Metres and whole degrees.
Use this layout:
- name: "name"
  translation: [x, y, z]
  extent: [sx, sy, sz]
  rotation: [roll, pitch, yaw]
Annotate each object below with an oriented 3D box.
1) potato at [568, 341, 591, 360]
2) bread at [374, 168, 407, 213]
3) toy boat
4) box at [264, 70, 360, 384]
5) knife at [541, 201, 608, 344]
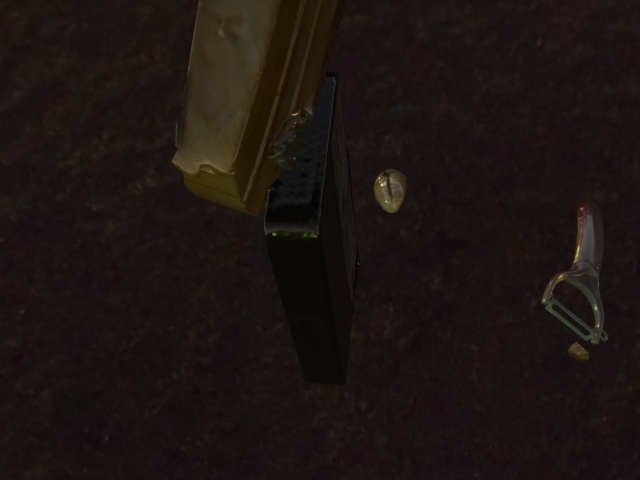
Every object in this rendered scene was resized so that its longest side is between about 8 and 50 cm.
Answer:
- name: "potato"
  translation: [0.621, 0.275, 2.028]
  extent: [0.036, 0.037, 0.093]
  rotation: [-25, 4, 5]
- name: "bread"
  translation: [0.131, -0.102, 1.606]
  extent: [0.073, 0.053, 0.214]
  rotation: [-58, 6, 12]
- name: "toy boat"
  translation: [-0.030, -0.173, 0.641]
  extent: [0.089, 0.115, 0.310]
  rotation: [14, 96, 23]
- name: "box"
  translation: [0.000, 0.000, 0.921]
  extent: [0.058, 0.350, 0.211]
  rotation: [1, 56, 8]
- name: "knife"
  translation: [0.415, 0.029, 1.300]
  extent: [0.053, 0.123, 0.278]
  rotation: [-36, 19, 43]
